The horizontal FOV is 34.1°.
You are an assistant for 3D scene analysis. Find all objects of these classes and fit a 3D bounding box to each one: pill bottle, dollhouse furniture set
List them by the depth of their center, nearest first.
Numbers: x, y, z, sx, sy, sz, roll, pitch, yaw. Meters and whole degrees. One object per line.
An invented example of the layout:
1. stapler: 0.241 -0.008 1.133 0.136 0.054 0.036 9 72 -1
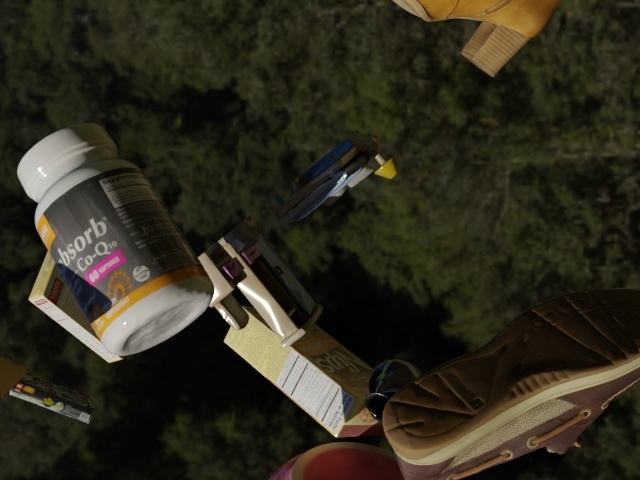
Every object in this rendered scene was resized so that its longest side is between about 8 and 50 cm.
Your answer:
1. pill bottle: -0.269 -0.004 1.350 0.278 0.162 0.162 56 173 14
2. dollhouse furniture set: 0.000 0.000 1.601 0.198 0.303 0.286 51 -162 -3

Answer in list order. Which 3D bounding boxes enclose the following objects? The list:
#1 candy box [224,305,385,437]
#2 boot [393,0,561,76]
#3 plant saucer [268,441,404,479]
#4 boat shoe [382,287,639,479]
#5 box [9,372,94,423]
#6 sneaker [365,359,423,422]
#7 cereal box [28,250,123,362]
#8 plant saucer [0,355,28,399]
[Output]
1. candy box: -0.007 0.239 1.920 0.183 0.316 0.088 11 -71 -53
2. boot: 0.200 -0.376 1.385 0.211 0.295 0.104 -54 28 8
3. plant saucer: 0.066 0.454 1.798 0.332 0.332 0.084 -80 0 -66
4. boat shoe: 0.231 0.164 1.104 0.123 0.342 0.123 49 161 50
5. box: -0.443 0.254 1.715 0.027 0.137 0.094 -66 20 -2
6. sneaker: 0.109 0.231 1.577 0.234 0.097 0.084 -162 81 -68
7. cereal box: -0.472 0.114 2.122 0.240 0.047 0.173 48 -142 -37
8. plant saucer: -0.537 0.241 1.267 0.081 0.332 0.333 57 175 -5
